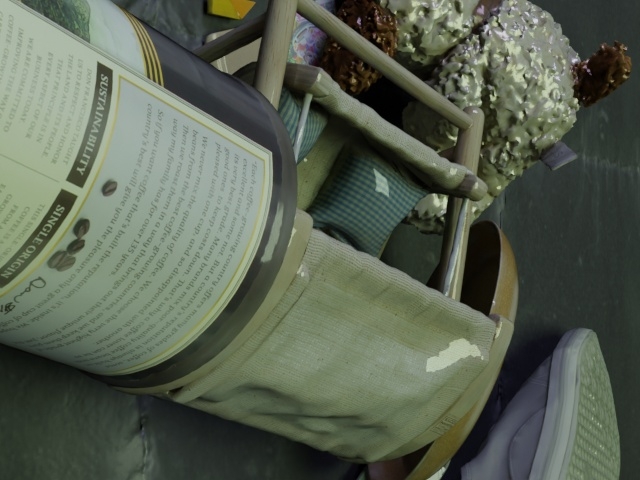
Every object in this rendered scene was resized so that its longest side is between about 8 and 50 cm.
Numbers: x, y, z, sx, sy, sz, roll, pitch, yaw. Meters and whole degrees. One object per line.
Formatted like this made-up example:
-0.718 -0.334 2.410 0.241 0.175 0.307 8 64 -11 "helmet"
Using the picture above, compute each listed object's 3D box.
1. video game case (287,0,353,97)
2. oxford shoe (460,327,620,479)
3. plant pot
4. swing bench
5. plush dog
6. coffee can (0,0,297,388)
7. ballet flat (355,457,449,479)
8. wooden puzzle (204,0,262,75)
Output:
-0.005 -0.135 1.084 0.087 0.011 0.122 -27 111 -51 "video game case"
0.213 0.214 1.286 0.169 0.130 0.449 69 26 -15 "oxford shoe"
0.102 0.097 1.061 0.032 0.236 0.236 24 64 -9 "plant pot"
0.000 0.000 0.895 0.253 0.165 0.254 26 50 -48 "swing bench"
0.115 -0.170 1.113 0.225 0.211 0.262 42 48 -17 "plush dog"
-0.172 -0.050 0.695 0.275 0.201 0.201 28 66 -50 "coffee can"
0.049 0.233 1.098 0.213 0.068 0.072 -54 131 -39 "ballet flat"
-0.058 -0.132 1.012 0.078 0.014 0.116 -13 99 -48 "wooden puzzle"
